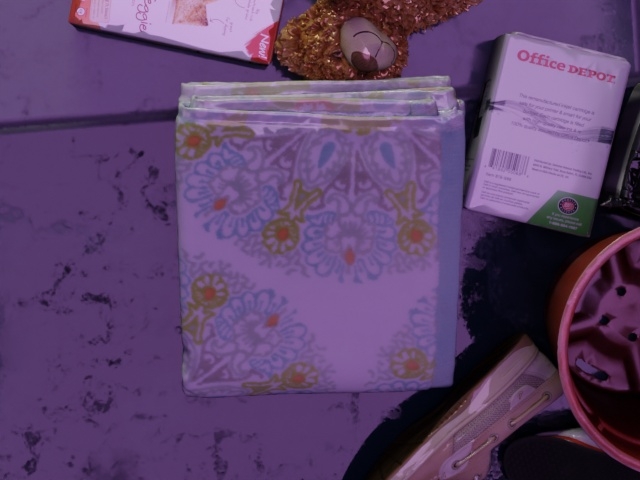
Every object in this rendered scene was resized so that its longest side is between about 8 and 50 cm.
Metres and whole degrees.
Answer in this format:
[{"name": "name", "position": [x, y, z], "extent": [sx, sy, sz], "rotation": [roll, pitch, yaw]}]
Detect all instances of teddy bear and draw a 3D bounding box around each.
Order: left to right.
[{"name": "teddy bear", "position": [0.090, -0.307, 1.528], "extent": [0.338, 0.113, 0.245], "rotation": [-49, 139, -5]}]

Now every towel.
[{"name": "towel", "position": [0.000, 0.000, 1.551], "extent": [0.320, 0.090, 0.374], "rotation": [0, 110, -2]}]

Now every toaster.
[{"name": "toaster", "position": [0.422, -0.093, 1.601], "extent": [0.185, 0.110, 0.168], "rotation": [17, 92, -6]}]

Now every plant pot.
[{"name": "plant pot", "position": [0.369, 0.099, 1.528], "extent": [0.272, 0.265, 0.272], "rotation": [0, 95, -2]}]

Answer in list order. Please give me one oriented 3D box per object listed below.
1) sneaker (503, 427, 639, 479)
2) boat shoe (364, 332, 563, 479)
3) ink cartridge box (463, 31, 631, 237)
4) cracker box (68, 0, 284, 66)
[{"name": "sneaker", "position": [0.363, 0.253, 1.631], "extent": [0.270, 0.145, 0.090], "rotation": [-8, 94, 31]}, {"name": "boat shoe", "position": [0.160, 0.242, 1.606], "extent": [0.302, 0.109, 0.098], "rotation": [-44, 95, -6]}, {"name": "ink cartridge box", "position": [0.255, -0.122, 1.596], "extent": [0.153, 0.087, 0.208], "rotation": [14, 93, -5]}, {"name": "cracker box", "position": [-0.154, -0.295, 1.558], "extent": [0.232, 0.067, 0.156], "rotation": [11, 93, -6]}]
